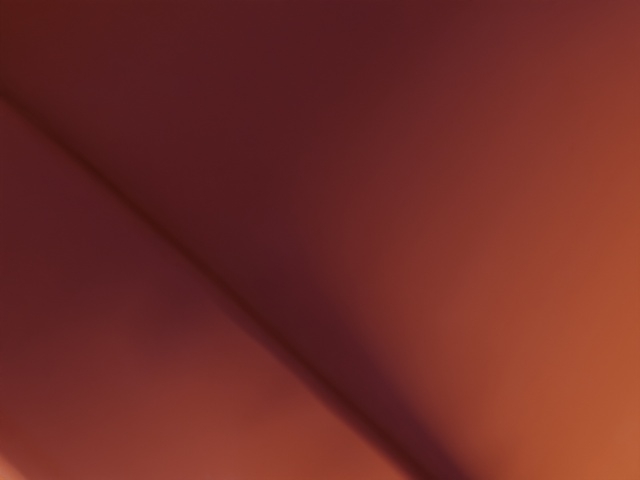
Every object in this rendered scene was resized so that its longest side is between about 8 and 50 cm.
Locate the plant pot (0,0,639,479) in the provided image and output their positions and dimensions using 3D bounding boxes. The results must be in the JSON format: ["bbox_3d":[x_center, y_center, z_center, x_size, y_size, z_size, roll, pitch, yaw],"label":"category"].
[{"bbox_3d":[0.000,0.000,0.526,0.291,0.291,0.203,44,82,-18],"label":"plant pot"}]
